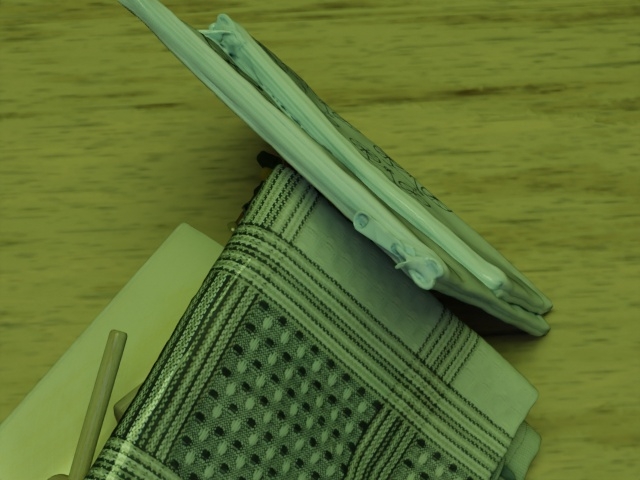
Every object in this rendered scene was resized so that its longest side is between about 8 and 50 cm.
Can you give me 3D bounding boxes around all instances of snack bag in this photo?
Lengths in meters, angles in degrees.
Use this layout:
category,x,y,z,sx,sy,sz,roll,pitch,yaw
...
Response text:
category,x,y,z,sx,sy,sz,roll,pitch,yaw
snack bag,0.020,-0.060,1.175,0.323,0.342,0.037,44,98,21

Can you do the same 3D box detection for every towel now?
category,x,y,z,sx,sy,sz,roll,pitch,yaw
towel,0.010,0.166,1.078,0.056,0.324,0.312,-4,48,50

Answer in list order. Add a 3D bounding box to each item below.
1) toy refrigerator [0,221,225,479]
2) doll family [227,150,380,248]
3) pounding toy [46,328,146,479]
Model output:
category,x,y,z,sx,sy,sz,roll,pitch,yaw
toy refrigerator,-0.146,0.126,1.187,0.094,0.102,0.269,33,65,17
doll family,0.000,0.000,1.242,0.193,0.076,0.111,45,113,19
pounding toy,-0.087,0.141,1.097,0.094,0.181,0.206,19,44,38
